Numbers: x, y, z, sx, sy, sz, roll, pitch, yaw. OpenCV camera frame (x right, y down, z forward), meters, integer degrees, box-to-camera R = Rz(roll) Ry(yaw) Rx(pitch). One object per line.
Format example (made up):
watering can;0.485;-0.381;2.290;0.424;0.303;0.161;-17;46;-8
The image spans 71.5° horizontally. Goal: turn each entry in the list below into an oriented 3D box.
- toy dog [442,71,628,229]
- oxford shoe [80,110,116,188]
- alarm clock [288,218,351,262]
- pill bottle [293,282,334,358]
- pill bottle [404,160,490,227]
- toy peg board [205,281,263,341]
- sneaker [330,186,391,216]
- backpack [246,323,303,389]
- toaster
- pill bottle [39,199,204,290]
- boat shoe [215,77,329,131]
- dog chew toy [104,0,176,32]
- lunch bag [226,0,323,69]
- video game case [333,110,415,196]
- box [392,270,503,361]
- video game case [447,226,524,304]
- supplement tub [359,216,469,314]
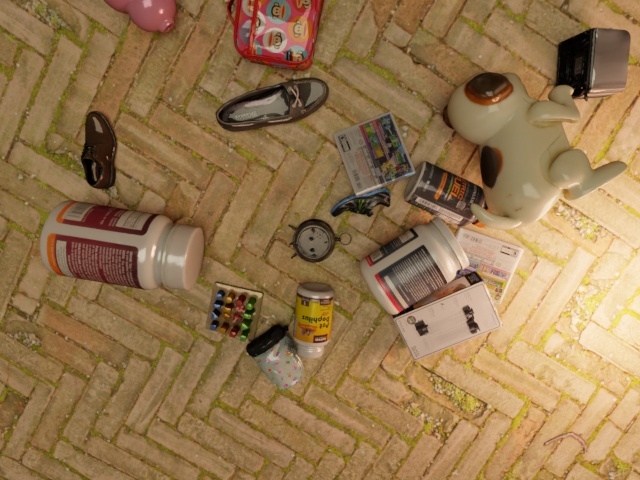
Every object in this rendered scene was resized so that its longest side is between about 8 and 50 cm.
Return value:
toy dog;0.501;-0.259;1.194;0.395;0.284;0.408;-31;88;-2
oxford shoe;-0.654;-0.264;1.301;0.082;0.096;0.227;-2;99;4
alarm clock;0.000;0.000;1.356;0.192;0.064;0.129;-5;101;-1
pill bottle;-0.023;0.247;1.374;0.117;0.117;0.215;5;101;0
pill bottle;0.378;-0.123;1.287;0.245;0.130;0.130;24;101;-4
toy peg board;-0.277;0.231;1.397;0.160;0.079;0.161;13;101;-1
sneaker;0.121;-0.103;1.328;0.188;0.067;0.078;-16;94;1
backpack;-0.133;0.377;1.404;0.152;0.115;0.182;-32;101;4
toaster;0.721;-0.460;1.193;0.110;0.168;0.186;-1;100;1
pill bottle;-0.556;0.021;1.289;0.392;0.224;0.224;10;101;0
boat shoe;-0.136;-0.382;1.264;0.335;0.095;0.112;-15;100;4
dog chew toy;-0.514;-0.702;1.167;0.206;0.206;0.332;-37;107;8
lunch bag;-0.127;-0.630;1.211;0.258;0.120;0.293;10;100;3
video game case;0.155;-0.251;1.291;0.183;0.023;0.201;-20;81;5
box;0.382;0.233;1.362;0.289;0.087;0.169;-26;104;11
video game case;0.492;0.079;1.378;0.212;0.023;0.193;18;101;-3
supplement tub;0.268;0.073;1.296;0.272;0.191;0.191;-33;99;8
